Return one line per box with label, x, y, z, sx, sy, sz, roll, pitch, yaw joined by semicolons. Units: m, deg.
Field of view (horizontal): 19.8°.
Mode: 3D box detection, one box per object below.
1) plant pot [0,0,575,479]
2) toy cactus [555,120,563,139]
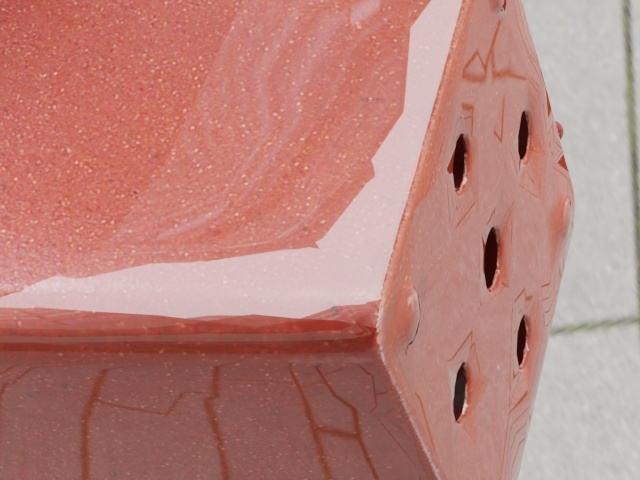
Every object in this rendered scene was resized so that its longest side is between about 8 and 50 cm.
plant pot;-0.044;0.001;0.696;0.235;0.267;0.267;4;56;22
toy cactus;0.132;-0.099;1.591;0.219;0.181;0.112;-4;34;-29
